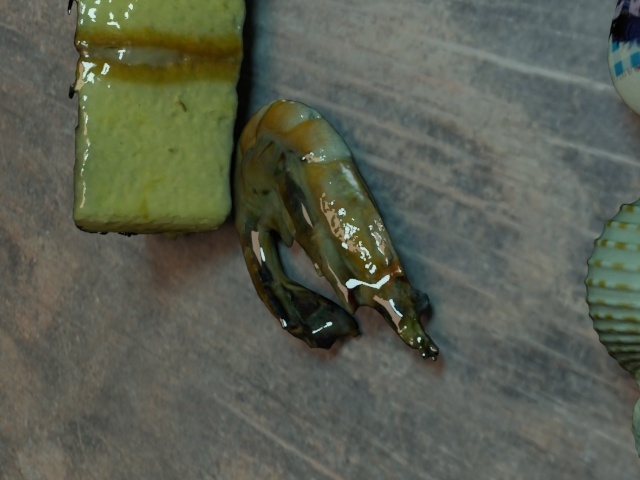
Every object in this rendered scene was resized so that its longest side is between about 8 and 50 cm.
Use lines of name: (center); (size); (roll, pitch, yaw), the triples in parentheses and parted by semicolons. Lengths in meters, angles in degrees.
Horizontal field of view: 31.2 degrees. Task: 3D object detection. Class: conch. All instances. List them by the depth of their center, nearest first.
conch: (0.209, 0.037, 0.600); (0.135, 0.102, 0.153); (9, 128, 33)

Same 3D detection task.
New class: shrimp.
shrimp: (-0.010, 0.009, 0.843); (0.145, 0.059, 0.254); (-47, 58, 36)

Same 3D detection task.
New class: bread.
bread: (-0.126, -0.134, 0.909); (0.141, 0.178, 0.266); (0, 88, 25)

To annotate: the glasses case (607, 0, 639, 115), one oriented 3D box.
glasses case: (0.283, -0.076, 0.547); (0.327, 0.076, 0.125); (30, 111, 41)
